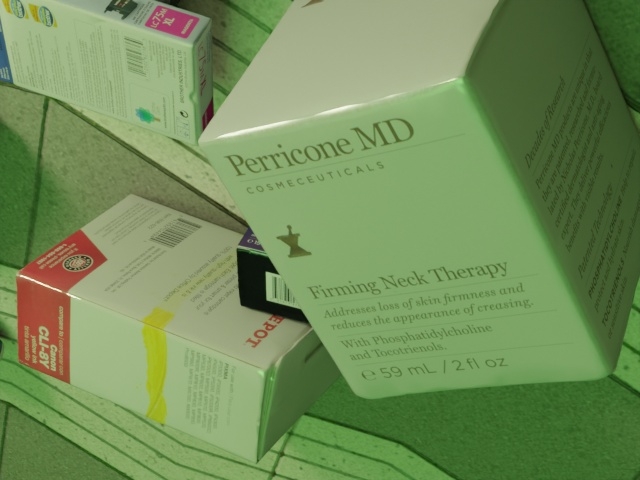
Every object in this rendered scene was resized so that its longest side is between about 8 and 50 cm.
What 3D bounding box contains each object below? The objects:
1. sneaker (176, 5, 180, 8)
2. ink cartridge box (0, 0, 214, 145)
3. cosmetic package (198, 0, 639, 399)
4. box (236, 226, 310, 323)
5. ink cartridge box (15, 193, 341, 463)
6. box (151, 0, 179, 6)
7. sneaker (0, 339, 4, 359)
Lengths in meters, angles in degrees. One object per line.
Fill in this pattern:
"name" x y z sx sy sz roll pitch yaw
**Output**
"sneaker" -0.226 -0.261 1.680 0.076 0.065 0.166 51 131 -1
"ink cartridge box" -0.282 -0.237 1.613 0.311 0.065 0.185 17 145 8
"cosmetic package" 0.141 -0.081 1.465 0.330 0.327 0.393 -10 125 34
"box" 0.000 0.000 1.700 0.153 0.207 0.108 13 133 14
"ink cartridge box" -0.175 0.110 1.788 0.385 0.279 0.160 19 121 20
"box" -0.313 -0.455 1.473 0.395 0.097 0.318 23 142 3
"sneaker" -0.707 0.125 2.250 0.316 0.127 0.182 2 129 15
